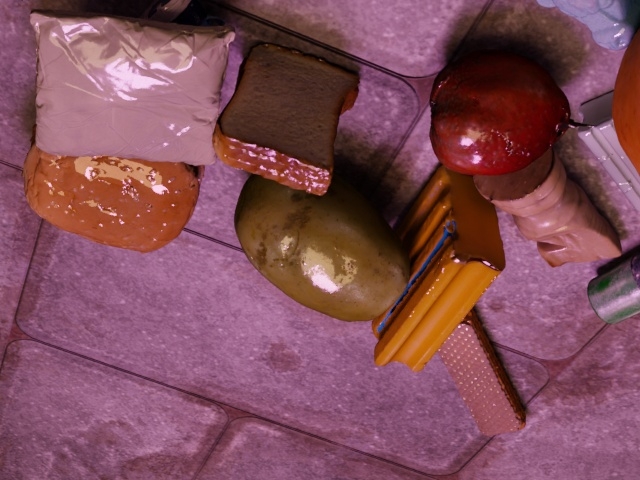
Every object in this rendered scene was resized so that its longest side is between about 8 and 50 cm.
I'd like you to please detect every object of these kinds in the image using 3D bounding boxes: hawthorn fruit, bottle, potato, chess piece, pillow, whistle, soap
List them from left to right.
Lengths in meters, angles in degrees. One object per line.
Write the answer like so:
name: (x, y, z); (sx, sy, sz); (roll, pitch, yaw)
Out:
pillow: (-0.272, -0.207, 1.615); (0.274, 0.076, 0.281); (5, 141, -8)
potato: (-0.002, 0.002, 1.797); (0.304, 0.216, 0.216); (47, 134, 2)
soap: (0.181, 0.048, 1.832); (0.096, 0.204, 0.324); (11, 141, -16)
hawthorn fruit: (0.266, -0.170, 1.584); (0.235, 0.181, 0.181); (10, 139, 9)
chess piece: (0.365, -0.044, 1.763); (0.137, 0.137, 0.301); (-19, 141, 31)
whistle: (0.330, -0.345, 1.440); (0.274, 0.093, 0.186); (40, 158, -24)
soap: (0.475, -0.133, 1.657); (0.119, 0.067, 0.198); (-21, 129, 34)
bottle: (0.577, 0.033, 1.797); (0.093, 0.093, 0.330); (34, 134, -23)

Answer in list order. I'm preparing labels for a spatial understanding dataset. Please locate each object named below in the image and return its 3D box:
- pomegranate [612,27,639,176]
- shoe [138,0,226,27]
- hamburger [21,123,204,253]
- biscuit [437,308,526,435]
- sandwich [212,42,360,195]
pomegranate: (0.553, -0.200, 1.362); (0.410, 0.410, 0.410); (7, 138, 6)
shoe: (-0.228, -0.280, 1.643); (0.106, 0.091, 0.207); (39, 129, -20)
hamburger: (-0.336, -0.103, 1.833); (0.283, 0.145, 0.259); (19, 138, -5)
biscuit: (0.296, 0.246, 2.132); (0.094, 0.054, 0.379); (-10, 134, 23)
sandwich: (-0.048, -0.178, 1.621); (0.186, 0.215, 0.065); (17, 140, -4)
